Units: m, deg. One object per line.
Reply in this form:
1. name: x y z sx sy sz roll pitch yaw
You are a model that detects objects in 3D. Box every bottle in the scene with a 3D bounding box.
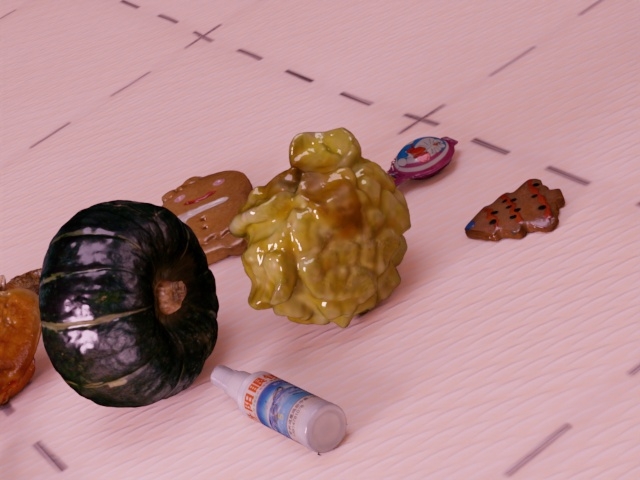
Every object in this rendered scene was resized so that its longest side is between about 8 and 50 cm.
1. bottle: -0.055 0.184 1.793 0.060 0.060 0.217 -39 31 -23

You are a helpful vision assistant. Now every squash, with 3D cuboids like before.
1. squash: -0.231 0.076 1.904 0.165 0.252 0.252 -1 37 27

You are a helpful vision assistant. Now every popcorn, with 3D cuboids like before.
1. popcorn: -0.003 -0.011 1.909 0.235 0.216 0.181 -25 23 -24

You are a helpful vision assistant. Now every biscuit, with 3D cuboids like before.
1. biscuit: -0.162 -0.036 2.251 0.184 0.035 0.249 -21 29 6
2. biscuit: 0.240 -0.033 1.959 0.130 0.019 0.119 -22 29 5

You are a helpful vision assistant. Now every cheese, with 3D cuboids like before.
1. cheese: 0.122 -0.101 2.137 0.145 0.038 0.095 -34 30 -17

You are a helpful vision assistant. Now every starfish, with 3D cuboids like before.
1. starfish: -0.378 0.048 2.190 0.138 0.050 0.247 -34 0 -2

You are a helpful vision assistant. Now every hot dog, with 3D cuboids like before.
1. hot dog: -0.474 0.159 2.031 0.257 0.153 0.150 -9 -14 -31
